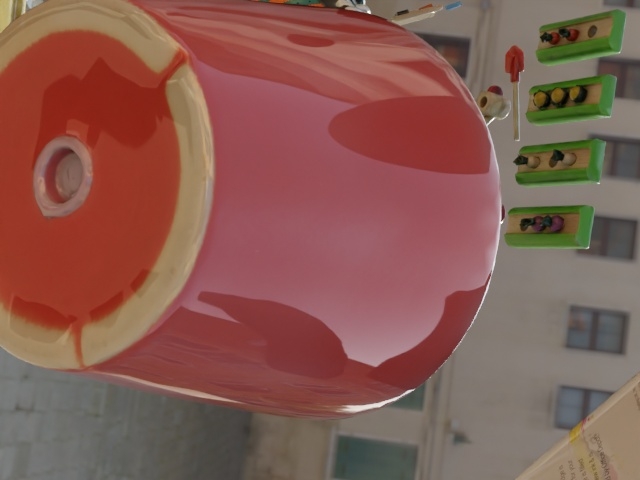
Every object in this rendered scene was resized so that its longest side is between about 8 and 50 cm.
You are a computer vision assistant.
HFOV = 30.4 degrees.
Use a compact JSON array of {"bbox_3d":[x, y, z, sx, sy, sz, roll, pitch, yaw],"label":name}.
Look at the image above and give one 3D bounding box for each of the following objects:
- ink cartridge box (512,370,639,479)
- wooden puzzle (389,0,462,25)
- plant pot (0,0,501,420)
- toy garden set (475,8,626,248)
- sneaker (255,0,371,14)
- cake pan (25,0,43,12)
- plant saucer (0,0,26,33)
[{"bbox_3d":[0.304,0.238,0.941,0.270,0.197,0.198,-47,-162,23],"label":"ink cartridge box"},{"bbox_3d":[0.117,-0.290,1.520,0.078,0.116,0.014,180,-106,-76],"label":"wooden puzzle"},{"bbox_3d":[-0.066,-0.025,0.693,0.243,0.275,0.274,6,91,-56],"label":"plant pot"},{"bbox_3d":[0.215,-0.116,1.249,0.204,0.049,0.244,0,-102,58],"label":"toy garden set"},{"bbox_3d":[-0.004,-0.203,1.056,0.108,0.302,0.121,33,91,-45],"label":"sneaker"},{"bbox_3d":[-0.385,-0.161,1.169,0.054,0.293,0.293,58,21,-21],"label":"cake pan"},{"bbox_3d":[-0.270,-0.143,0.820,0.332,0.081,0.332,-89,-169,-63],"label":"plant saucer"}]
